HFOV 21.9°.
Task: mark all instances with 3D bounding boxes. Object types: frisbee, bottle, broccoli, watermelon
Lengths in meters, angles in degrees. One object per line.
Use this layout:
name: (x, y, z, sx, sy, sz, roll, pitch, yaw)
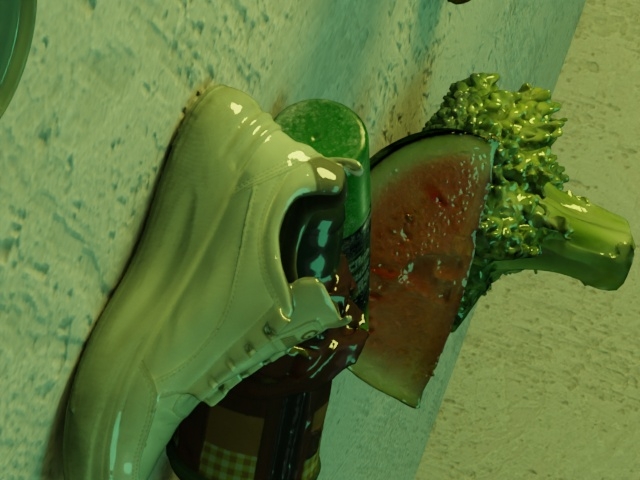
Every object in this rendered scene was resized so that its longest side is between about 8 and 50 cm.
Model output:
frisbee: (-0.165, -0.093, 0.784, 0.110, 0.014, 0.110, 18, 90, -78)
bottle: (-0.035, 0.076, 1.336, 0.156, 0.143, 0.271, -48, 153, -62)
bottle: (0.000, 0.000, 1.487, 0.330, 0.093, 0.093, 89, 24, -60)
broccoli: (0.205, -0.039, 1.981, 0.338, 0.317, 0.277, -25, -135, 48)
watermelon: (0.062, 0.010, 1.729, 0.128, 0.159, 0.304, -128, -130, -68)

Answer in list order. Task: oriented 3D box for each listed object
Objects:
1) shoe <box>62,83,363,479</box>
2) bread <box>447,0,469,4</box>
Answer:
shoe: (-0.060, 0.055, 1.153, 0.124, 0.159, 0.316, 51, 56, -78)
bread: (0.160, -0.321, 1.815, 0.136, 0.054, 0.154, -41, 146, -62)
